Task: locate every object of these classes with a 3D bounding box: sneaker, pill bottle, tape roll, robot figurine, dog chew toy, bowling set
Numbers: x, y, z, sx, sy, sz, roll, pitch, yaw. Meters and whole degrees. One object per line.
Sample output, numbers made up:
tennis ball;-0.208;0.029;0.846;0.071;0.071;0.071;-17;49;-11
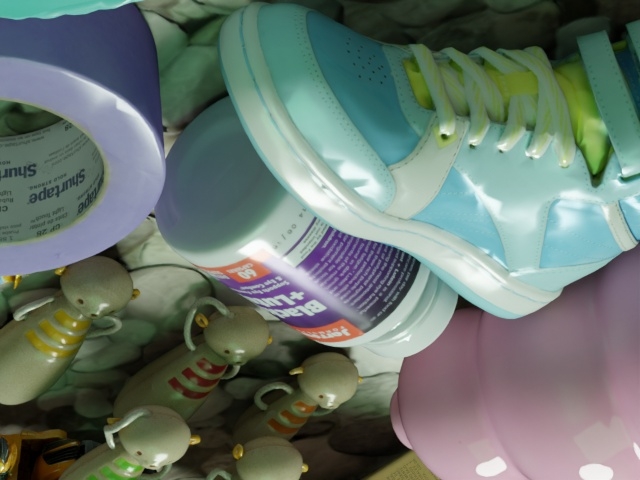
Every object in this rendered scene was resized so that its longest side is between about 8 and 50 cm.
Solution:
sneaker;0.106;-0.078;0.832;0.208;0.127;0.319;-28;147;26
pill bottle;0.000;0.000;0.928;0.108;0.108;0.193;-27;140;25
tape roll;-0.179;-0.065;0.826;0.189;0.080;0.189;-5;145;-3
robot figurine;-0.220;0.229;1.210;0.211;0.085;0.291;-2;151;5
dog chew toy;0.198;0.082;1.021;0.331;0.207;0.206;-18;145;28
bowling set;-0.083;0.146;1.053;0.287;0.200;0.154;16;138;-36

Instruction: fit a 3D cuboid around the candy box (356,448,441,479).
candy box;-0.023;0.270;1.187;0.183;0.088;0.316;-39;171;35

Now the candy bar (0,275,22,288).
candy bar;-0.270;0.029;0.995;0.161;0.018;0.040;-11;145;5

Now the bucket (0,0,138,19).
bucket;-0.110;-0.223;0.523;0.281;0.183;0.281;-5;143;-4
